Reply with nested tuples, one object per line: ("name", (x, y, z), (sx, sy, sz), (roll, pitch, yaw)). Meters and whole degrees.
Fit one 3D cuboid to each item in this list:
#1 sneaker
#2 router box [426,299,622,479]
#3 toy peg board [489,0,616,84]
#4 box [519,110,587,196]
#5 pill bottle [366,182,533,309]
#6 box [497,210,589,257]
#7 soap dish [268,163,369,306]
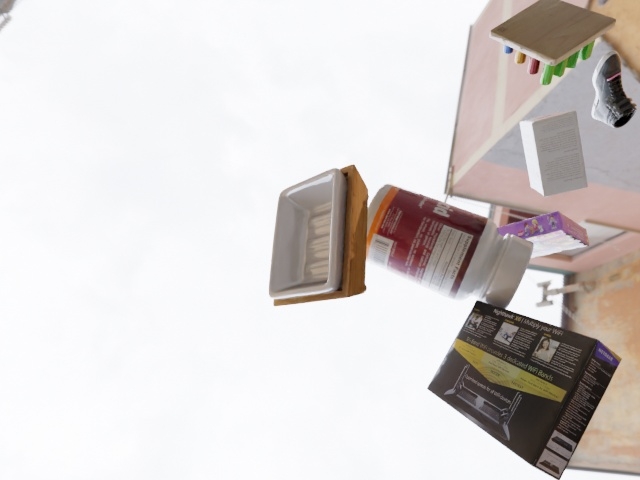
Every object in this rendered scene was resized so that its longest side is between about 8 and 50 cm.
("sneaker", (1.086, -0.541, 1.545), (0.105, 0.295, 0.146), (-27, -135, 5))
("router box", (0.386, 0.274, 0.856), (0.081, 0.309, 0.242), (34, -96, -20))
("toy peg board", (0.460, -0.400, 0.859), (0.161, 0.079, 0.160), (-33, -126, -10))
("box", (0.535, -0.202, 0.977), (0.091, 0.130, 0.170), (-13, -77, 17))
("pill bottle", (0.309, 0.017, 1.087), (0.392, 0.224, 0.224), (23, -119, 18))
("box", (0.582, 0.006, 1.228), (0.201, 0.293, 0.057), (16, -115, -38))
("soap dish", (0.000, 0.000, 0.938), (0.118, 0.229, 0.290), (21, -115, -40))
